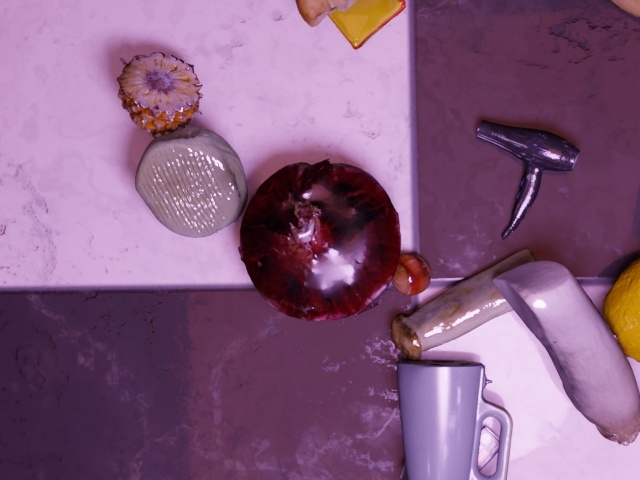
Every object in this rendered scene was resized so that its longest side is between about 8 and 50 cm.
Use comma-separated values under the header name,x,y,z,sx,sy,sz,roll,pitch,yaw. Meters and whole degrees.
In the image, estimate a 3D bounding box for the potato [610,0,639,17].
name,x,y,z,sx,sy,sz,roll,pitch,yaw
potato,0.649,-0.471,1.828,0.243,0.098,0.138,-18,89,7

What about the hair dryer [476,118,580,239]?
name,x,y,z,sx,sy,sz,roll,pitch,yaw
hair dryer,0.367,-0.109,1.876,0.196,0.075,0.219,20,99,16

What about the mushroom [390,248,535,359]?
name,x,y,z,sx,sy,sz,roll,pitch,yaw
mushroom,0.277,0.125,1.861,0.312,0.081,0.100,-28,54,2

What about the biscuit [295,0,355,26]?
name,x,y,z,sx,sy,sz,roll,pitch,yaw
biscuit,0.078,-0.525,1.865,0.299,0.045,0.154,-25,88,-5

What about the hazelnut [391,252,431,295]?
name,x,y,z,sx,sy,sz,roll,pitch,yaw
hazelnut,0.171,0.063,1.883,0.086,0.086,0.086,0,89,7

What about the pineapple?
name,x,y,z,sx,sy,sz,roll,pitch,yaw
pineapple,-0.316,-0.262,1.921,0.161,0.137,0.176,-24,62,-30

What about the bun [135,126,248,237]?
name,x,y,z,sx,sy,sz,roll,pitch,yaw
bun,-0.242,-0.119,1.894,0.221,0.108,0.221,2,120,3

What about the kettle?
name,x,y,z,sx,sy,sz,roll,pitch,yaw
kettle,0.246,0.343,1.818,0.211,0.160,0.243,-1,87,12

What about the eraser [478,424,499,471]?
name,x,y,z,sx,sy,sz,roll,pitch,yaw
eraser,0.291,0.412,1.883,0.052,0.029,0.122,43,93,8

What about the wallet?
name,x,y,z,sx,sy,sz,roll,pitch,yaw
wallet,0.043,-0.501,1.917,0.141,0.067,0.241,-39,89,0

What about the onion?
name,x,y,z,sx,sy,sz,roll,pitch,yaw
onion,0.000,0.000,1.822,0.314,0.232,0.313,0,87,6

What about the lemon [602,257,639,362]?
name,x,y,z,sx,sy,sz,roll,pitch,yaw
lemon,0.621,0.118,1.765,0.260,0.204,0.204,-38,85,11

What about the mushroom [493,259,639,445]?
name,x,y,z,sx,sy,sz,roll,pitch,yaw
mushroom,0.467,0.214,1.757,0.126,0.177,0.397,-37,102,-8
